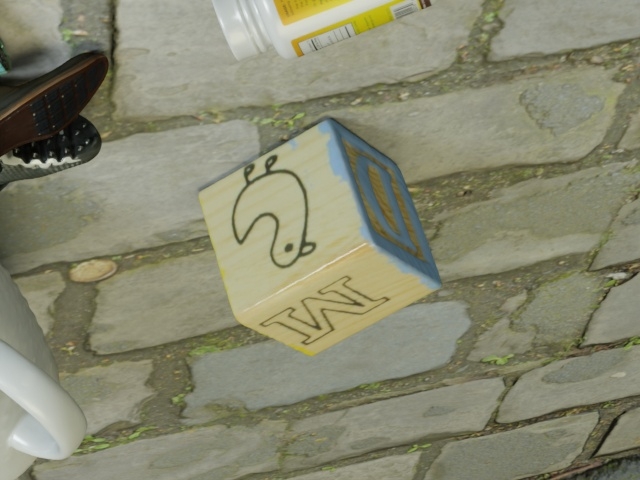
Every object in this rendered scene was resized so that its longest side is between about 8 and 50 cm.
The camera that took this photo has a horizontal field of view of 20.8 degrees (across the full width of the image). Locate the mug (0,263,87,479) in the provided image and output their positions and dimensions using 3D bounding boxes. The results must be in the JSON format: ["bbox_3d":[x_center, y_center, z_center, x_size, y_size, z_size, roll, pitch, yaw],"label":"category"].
[{"bbox_3d":[-0.419,0.129,1.921,0.276,0.374,0.328,-55,157,-24],"label":"mug"}]

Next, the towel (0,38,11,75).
[{"bbox_3d":[-0.505,-0.173,1.646,0.370,0.040,0.271,-19,152,2],"label":"towel"}]

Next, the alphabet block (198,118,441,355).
[{"bbox_3d":[0.000,0.000,2.102,0.197,0.192,0.193,-30,148,19],"label":"alphabet block"}]

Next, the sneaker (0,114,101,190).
[{"bbox_3d":[-0.351,-0.087,1.859,0.234,0.078,0.106,-8,154,-11],"label":"sneaker"}]

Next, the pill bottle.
[{"bbox_3d":[0.003,-0.253,1.717,0.215,0.117,0.117,-20,152,5],"label":"pill bottle"}]

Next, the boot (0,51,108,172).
[{"bbox_3d":[-0.326,-0.145,1.780,0.219,0.106,0.082,-40,155,-22],"label":"boot"}]
